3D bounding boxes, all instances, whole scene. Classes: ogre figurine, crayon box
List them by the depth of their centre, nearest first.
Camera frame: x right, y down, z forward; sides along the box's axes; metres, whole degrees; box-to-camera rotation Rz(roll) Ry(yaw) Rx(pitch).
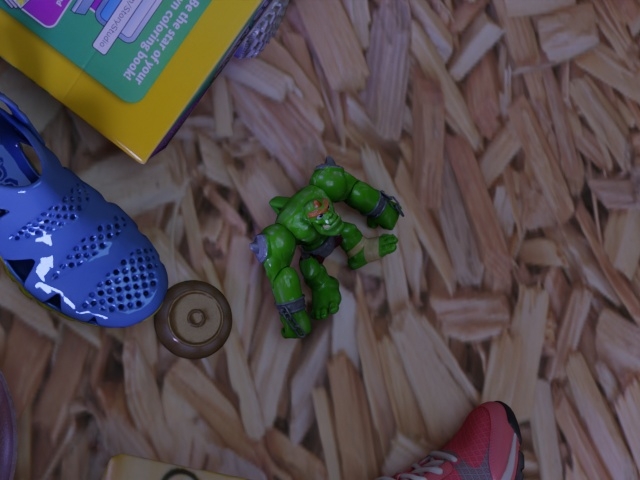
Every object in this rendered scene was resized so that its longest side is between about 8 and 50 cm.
[{"bbox_3d":[-0.181,-0.313,0.865,0.313,0.106,0.363,37,105,-8],"label":"crayon box"},{"bbox_3d":[0.000,0.000,0.973,0.197,0.097,0.118,-42,113,-6],"label":"ogre figurine"}]

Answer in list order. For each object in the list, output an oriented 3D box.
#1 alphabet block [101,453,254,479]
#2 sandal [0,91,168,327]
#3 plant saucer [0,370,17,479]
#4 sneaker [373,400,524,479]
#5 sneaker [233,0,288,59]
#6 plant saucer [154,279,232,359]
[{"bbox_3d":[-0.122,0.328,0.776,0.192,0.193,0.197,18,42,-16],"label":"alphabet block"},{"bbox_3d":[-0.274,-0.036,0.862,0.317,0.138,0.126,42,68,-9],"label":"sandal"},{"bbox_3d":[-0.417,0.193,0.775,0.310,0.050,0.311,5,61,-9],"label":"plant saucer"},{"bbox_3d":[0.096,0.281,0.937,0.136,0.116,0.314,38,71,-7],"label":"sneaker"},{"bbox_3d":[-0.084,-0.341,1.009,0.146,0.102,0.294,20,71,-7],"label":"sneaker"},{"bbox_3d":[-0.131,0.082,0.950,0.083,0.015,0.084,3,79,-18],"label":"plant saucer"}]
